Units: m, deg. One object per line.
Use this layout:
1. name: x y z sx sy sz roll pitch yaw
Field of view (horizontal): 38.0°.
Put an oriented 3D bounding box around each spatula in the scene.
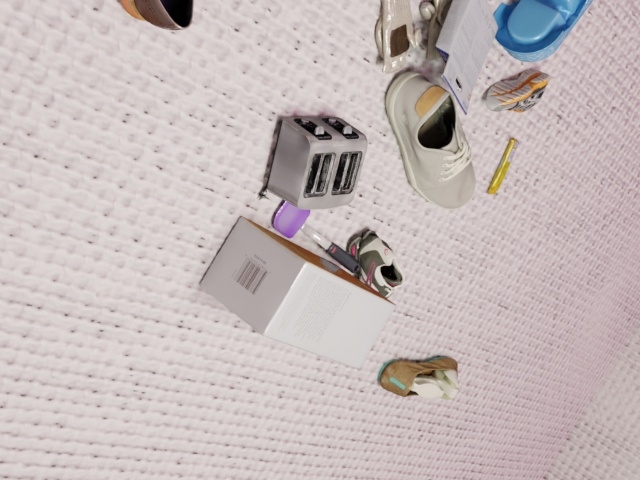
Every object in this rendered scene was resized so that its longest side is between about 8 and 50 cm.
1. spatula: 0.000 0.000 2.016 0.296 0.030 0.084 39 86 -39

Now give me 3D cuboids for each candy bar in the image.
1. candy bar: 0.474 -0.191 2.404 0.040 0.018 0.162 4 112 -51

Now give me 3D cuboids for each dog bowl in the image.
1. dog bowl: 0.518 -0.534 2.112 0.297 0.166 0.074 -54 152 -4

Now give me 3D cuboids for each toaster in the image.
1. toaster: -0.012 -0.150 1.858 0.168 0.110 0.186 -7 120 -43

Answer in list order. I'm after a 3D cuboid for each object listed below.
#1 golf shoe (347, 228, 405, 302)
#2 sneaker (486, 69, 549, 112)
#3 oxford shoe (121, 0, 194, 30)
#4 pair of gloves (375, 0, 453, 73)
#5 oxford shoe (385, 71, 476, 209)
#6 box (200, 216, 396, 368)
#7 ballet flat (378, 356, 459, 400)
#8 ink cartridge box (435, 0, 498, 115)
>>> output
1. golf shoe: 0.139 0.102 2.180 0.105 0.120 0.273 -41 140 -21
2. sneaker: 0.480 -0.346 2.258 0.215 0.084 0.083 -25 136 -34
3. oxford shoe: -0.238 -0.490 1.374 0.130 0.132 0.364 -29 133 -29
4. pair of gloves: 0.212 -0.460 1.933 0.240 0.042 0.204 -21 129 -37
5. oxford shoe: 0.276 -0.200 2.110 0.169 0.130 0.449 -49 142 -12
6. box: -0.039 0.115 1.925 0.345 0.215 0.168 28 93 -51
7. ballet flat: 0.301 0.386 2.534 0.342 0.124 0.116 12 107 -49
8. ink cartridge box: 0.306 -0.411 1.989 0.223 0.045 0.224 36 73 -64
